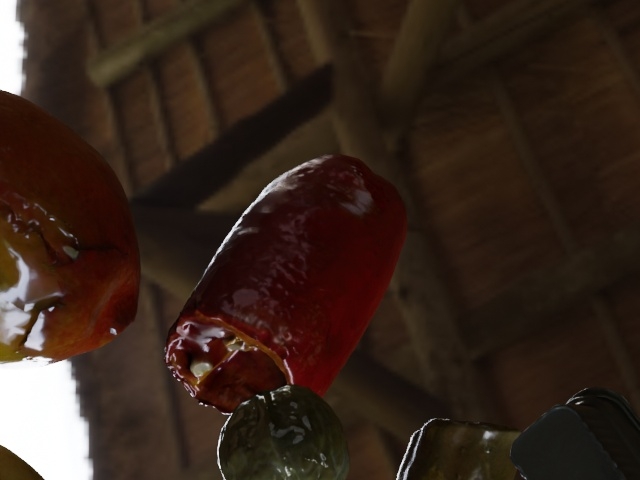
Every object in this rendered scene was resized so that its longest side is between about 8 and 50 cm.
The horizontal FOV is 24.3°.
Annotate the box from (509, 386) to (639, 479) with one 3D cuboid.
[{"bbox_3d":[0.332,0.289,1.678,0.138,0.178,0.274,-44,-117,13],"label":"box"}]

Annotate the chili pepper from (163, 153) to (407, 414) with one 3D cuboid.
[{"bbox_3d":[0.004,-0.001,1.232,0.338,0.134,0.131,-53,151,-46],"label":"chili pepper"}]

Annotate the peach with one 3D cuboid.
[{"bbox_3d":[-0.364,-0.008,1.615,0.372,0.290,0.373,32,-40,31],"label":"peach"}]

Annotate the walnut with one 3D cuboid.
[{"bbox_3d":[-0.024,0.138,0.962,0.092,0.092,0.092,-178,-90,-71],"label":"walnut"}]

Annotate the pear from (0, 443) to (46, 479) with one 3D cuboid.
[{"bbox_3d":[-0.427,0.356,1.656,0.309,0.309,0.309,-178,-90,-71],"label":"pear"}]

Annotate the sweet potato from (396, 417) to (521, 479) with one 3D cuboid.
[{"bbox_3d":[0.166,0.402,2.090,0.158,0.158,0.370,-132,-125,-63],"label":"sweet potato"}]
